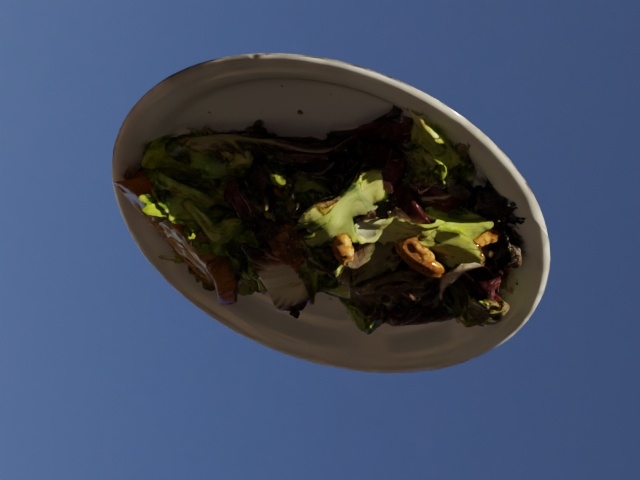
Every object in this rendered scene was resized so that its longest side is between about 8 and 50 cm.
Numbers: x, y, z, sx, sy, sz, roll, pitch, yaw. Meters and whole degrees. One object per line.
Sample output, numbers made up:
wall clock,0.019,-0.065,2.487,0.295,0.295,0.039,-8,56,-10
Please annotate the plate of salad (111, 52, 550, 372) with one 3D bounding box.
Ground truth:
plate of salad,0.000,0.000,0.837,0.200,0.200,0.048,-38,-157,45
